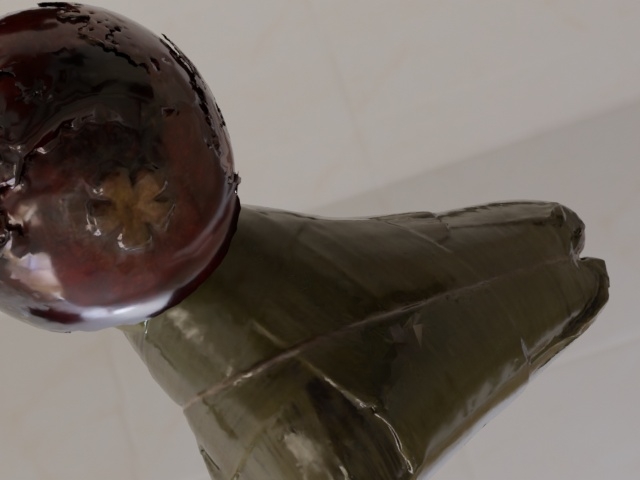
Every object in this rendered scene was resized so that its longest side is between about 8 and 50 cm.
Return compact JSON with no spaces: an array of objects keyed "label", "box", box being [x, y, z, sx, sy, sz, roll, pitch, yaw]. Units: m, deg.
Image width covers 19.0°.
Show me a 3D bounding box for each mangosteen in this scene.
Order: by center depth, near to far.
[{"label":"mangosteen","box":[-0.131,-0.035,0.944,0.180,0.166,0.166,4,117,59]}]

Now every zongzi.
[{"label":"zongzi","box":[0.000,0.000,1.147,0.300,0.274,0.145,52,151,-1]}]
